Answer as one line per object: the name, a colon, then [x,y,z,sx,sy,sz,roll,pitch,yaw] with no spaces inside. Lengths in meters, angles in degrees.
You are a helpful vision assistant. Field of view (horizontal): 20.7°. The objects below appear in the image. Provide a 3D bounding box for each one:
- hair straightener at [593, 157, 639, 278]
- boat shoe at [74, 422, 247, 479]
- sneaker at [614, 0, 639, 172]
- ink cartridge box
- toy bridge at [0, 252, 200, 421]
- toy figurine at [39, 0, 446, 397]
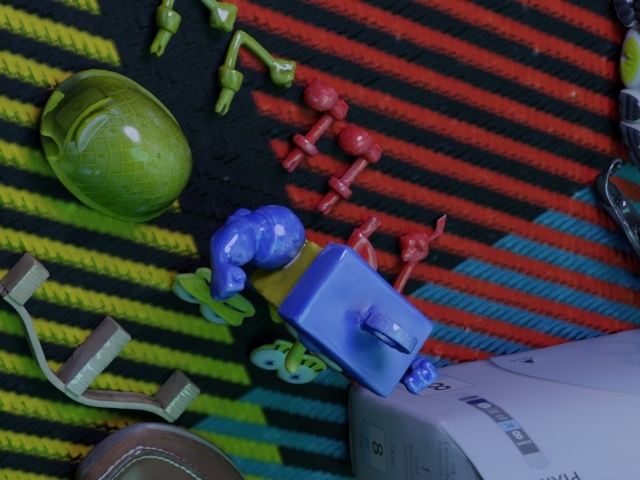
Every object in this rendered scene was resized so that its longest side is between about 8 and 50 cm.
hair straightener: [0.294,0.019,1.486,0.047,0.089,0.230,-32,126,3]
boat shoe: [-0.065,0.259,1.357,0.123,0.116,0.324,-46,126,-7]
sneaker: [0.300,-0.182,1.417,0.110,0.107,0.275,-27,129,-41]
ink cartridge box: [0.245,0.158,1.334,0.308,0.385,0.091,-8,99,-28]
toy bridge: [-0.166,0.085,1.277,0.063,0.026,0.188,-48,127,-1]
toy figurine: [0.000,0.000,1.223,0.191,0.217,0.362,-48,127,-4]
